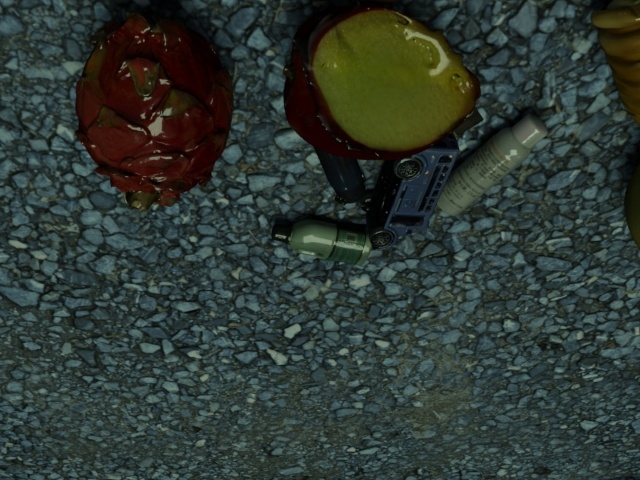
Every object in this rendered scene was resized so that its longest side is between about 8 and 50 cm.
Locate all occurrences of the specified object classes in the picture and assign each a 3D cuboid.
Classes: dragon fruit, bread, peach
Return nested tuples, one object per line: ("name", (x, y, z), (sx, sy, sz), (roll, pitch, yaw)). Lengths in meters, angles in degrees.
("dragon fruit", (-0.284, -0.221, 1.262), (0.278, 0.277, 0.342), (8, 105, -12))
("bread", (0.614, -0.320, 1.319), (0.173, 0.121, 0.311), (-25, 134, 21))
("peach", (0.091, -0.270, 1.291), (0.362, 0.201, 0.257), (-2, 98, -22))

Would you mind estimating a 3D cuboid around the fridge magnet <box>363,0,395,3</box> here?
("fridge magnet", (0.107, -0.438, 1.185), (0.143, 0.063, 0.143), (-7, 157, -3))

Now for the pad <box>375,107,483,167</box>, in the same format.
("pad", (0.191, -0.229, 1.477), (0.235, 0.003, 0.158), (-29, 132, 25))

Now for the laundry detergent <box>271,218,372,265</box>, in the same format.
("laundry detergent", (0.000, 0.000, 1.666), (0.226, 0.070, 0.099), (9, 142, -15))

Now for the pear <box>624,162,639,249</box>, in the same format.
("pear", (0.766, -0.073, 1.478), (0.310, 0.309, 0.309), (-2, 137, -2))

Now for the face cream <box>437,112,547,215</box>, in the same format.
("face cream", (0.348, -0.156, 1.510), (0.082, 0.081, 0.269), (26, 130, -28))

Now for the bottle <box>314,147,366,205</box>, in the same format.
("bottle", (0.033, -0.174, 1.480), (0.082, 0.072, 0.244), (-43, 138, -18))

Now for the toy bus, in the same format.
("toy bus", (0.178, -0.110, 1.511), (0.133, 0.125, 0.292), (4, 135, -13))
